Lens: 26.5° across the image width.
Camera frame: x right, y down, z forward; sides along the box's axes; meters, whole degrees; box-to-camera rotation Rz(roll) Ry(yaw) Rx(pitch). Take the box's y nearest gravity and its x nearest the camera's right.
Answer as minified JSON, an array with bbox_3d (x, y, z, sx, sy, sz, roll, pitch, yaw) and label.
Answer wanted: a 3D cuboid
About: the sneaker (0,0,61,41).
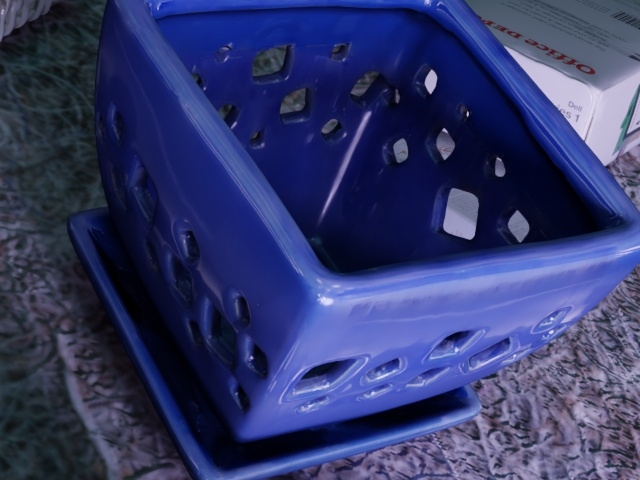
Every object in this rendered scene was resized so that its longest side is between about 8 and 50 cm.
[{"bbox_3d":[-0.214,-0.192,0.940,0.123,0.106,0.290,13,41,-14],"label":"sneaker"}]

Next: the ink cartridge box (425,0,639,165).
[{"bbox_3d":[0.189,-0.138,1.085,0.160,0.092,0.219,30,35,26],"label":"ink cartridge box"}]

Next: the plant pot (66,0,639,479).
[{"bbox_3d":[0.000,0.000,0.777,0.236,0.212,0.236,-9,52,-36],"label":"plant pot"}]

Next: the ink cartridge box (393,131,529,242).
[{"bbox_3d":[0.122,-0.037,1.031,0.145,0.045,0.179,-17,39,-39],"label":"ink cartridge box"}]
